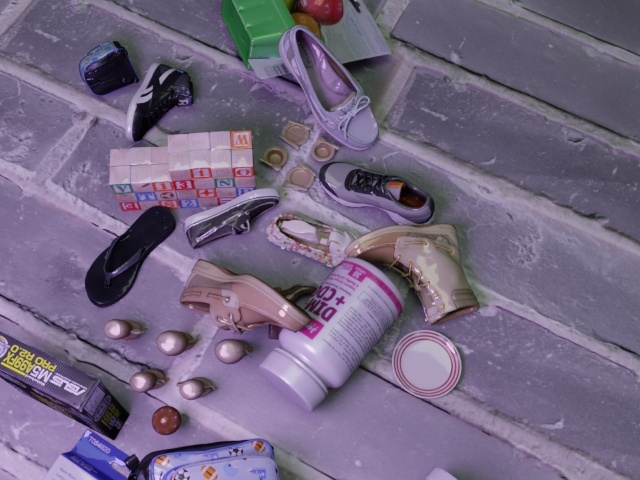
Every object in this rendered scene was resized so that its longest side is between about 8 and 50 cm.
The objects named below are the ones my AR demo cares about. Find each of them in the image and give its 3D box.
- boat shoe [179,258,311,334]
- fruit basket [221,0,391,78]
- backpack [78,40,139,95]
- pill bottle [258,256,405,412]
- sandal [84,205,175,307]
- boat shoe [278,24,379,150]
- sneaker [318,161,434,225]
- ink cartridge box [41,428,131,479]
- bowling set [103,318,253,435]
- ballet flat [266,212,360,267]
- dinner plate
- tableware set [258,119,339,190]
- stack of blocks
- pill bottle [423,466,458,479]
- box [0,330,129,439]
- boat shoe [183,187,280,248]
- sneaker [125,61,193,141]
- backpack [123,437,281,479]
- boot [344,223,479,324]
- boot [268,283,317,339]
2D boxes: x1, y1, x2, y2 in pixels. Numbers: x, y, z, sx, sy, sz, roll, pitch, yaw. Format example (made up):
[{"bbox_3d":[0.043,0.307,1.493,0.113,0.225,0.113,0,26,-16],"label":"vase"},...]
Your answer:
[{"bbox_3d":[-0.151,0.130,1.410,0.341,0.121,0.110,14,69,50],"label":"boat shoe"},{"bbox_3d":[-0.049,-0.535,1.779,0.353,0.165,0.327,-15,67,-26],"label":"fruit basket"},{"bbox_3d":[-0.498,-0.396,1.702,0.114,0.105,0.084,-32,49,-15],"label":"backpack"},{"bbox_3d":[0.022,0.182,1.428,0.160,0.160,0.283,37,69,13],"label":"pill bottle"},{"bbox_3d":[-0.406,0.023,1.539,0.097,0.054,0.254,28,68,10],"label":"sandal"},{"bbox_3d":[0.025,-0.335,1.631,0.118,0.103,0.320,-36,105,-5],"label":"boat shoe"},{"bbox_3d":[0.126,-0.114,1.598,0.271,0.108,0.100,21,68,8],"label":"sneaker"},{"bbox_3d":[-0.412,0.491,1.333,0.223,0.045,0.224,29,68,10],"label":"ink cartridge box"},{"bbox_3d":[-0.289,0.260,1.410,0.287,0.154,0.200,14,84,2],"label":"bowling set"},{"bbox_3d":[0.000,0.000,1.556,0.241,0.077,0.091,13,65,3],"label":"ballet flat"},{"bbox_3d":[0.214,0.250,1.485,0.141,0.017,0.141,1,66,-2],"label":"dinner plate"},{"bbox_3d":[-0.051,-0.196,1.673,0.141,0.020,0.169,32,68,11],"label":"tableware set"},{"bbox_3d":[-0.288,-0.144,1.557,0.297,0.171,0.087,-4,66,-4],"label":"stack of blocks"},{"bbox_3d":[0.177,0.516,1.307,0.119,0.119,0.208,40,71,14],"label":"pill bottle"},{"bbox_3d":[-0.471,0.262,1.312,0.216,0.270,0.060,24,66,7],"label":"box"},{"bbox_3d":[-0.181,-0.043,1.572,0.219,0.078,0.070,-23,68,-4],"label":"boat shoe"},{"bbox_3d":[-0.357,-0.312,1.679,0.121,0.079,0.217,13,64,5],"label":"sneaker"},{"bbox_3d":[-0.179,0.483,1.252,0.276,0.213,0.263,-2,80,-22],"label":"backpack"},{"bbox_3d":[0.191,0.075,1.506,0.262,0.095,0.203,-4,67,-26],"label":"boot"},{"bbox_3d":[-0.057,0.150,1.507,0.106,0.037,0.114,-8,62,8],"label":"boot"}]
